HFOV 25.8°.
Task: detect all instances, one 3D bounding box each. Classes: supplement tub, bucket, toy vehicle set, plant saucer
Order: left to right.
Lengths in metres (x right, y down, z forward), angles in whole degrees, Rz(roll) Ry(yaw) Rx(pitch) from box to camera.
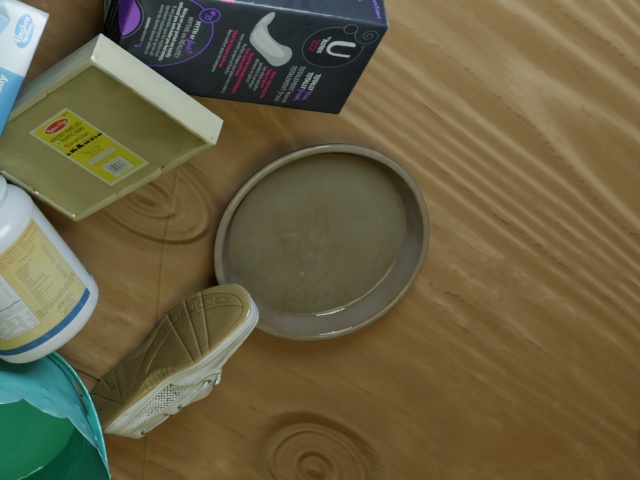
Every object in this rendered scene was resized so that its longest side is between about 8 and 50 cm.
[{"bbox_3d":[-0.399,0.255,1.688,0.281,0.183,0.281,-7,119,-13],"label":"bucket"},{"bbox_3d":[-0.363,0.027,1.597,0.144,0.144,0.199,-32,121,2],"label":"supplement tub"},{"bbox_3d":[-0.254,-0.115,1.527,0.166,0.035,0.267,35,141,-30],"label":"toy vehicle set"},{"bbox_3d":[0.000,0.000,1.751,0.278,0.041,0.277,-7,119,-13],"label":"plant saucer"}]

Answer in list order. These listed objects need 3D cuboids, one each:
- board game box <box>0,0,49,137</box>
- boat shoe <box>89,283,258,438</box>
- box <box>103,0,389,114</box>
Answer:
[{"bbox_3d":[-0.479,-0.176,1.409,0.336,0.079,0.253,22,84,-18],"label":"board game box"},{"bbox_3d":[-0.169,0.156,1.755,0.277,0.098,0.096,-38,135,22],"label":"boat shoe"},{"bbox_3d":[-0.085,-0.251,1.498,0.270,0.143,0.165,6,147,-20],"label":"box"}]
